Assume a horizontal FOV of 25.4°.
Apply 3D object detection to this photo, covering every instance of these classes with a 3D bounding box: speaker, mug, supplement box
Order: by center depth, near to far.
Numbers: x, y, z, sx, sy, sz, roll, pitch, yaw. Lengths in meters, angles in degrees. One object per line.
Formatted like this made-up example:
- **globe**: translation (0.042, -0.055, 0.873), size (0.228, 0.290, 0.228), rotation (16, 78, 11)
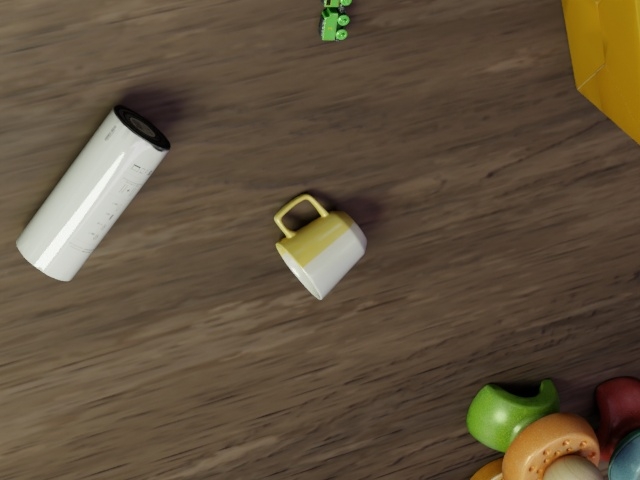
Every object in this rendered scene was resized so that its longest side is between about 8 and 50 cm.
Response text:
- **speaker**: translation (-0.176, -0.035, 1.095), size (0.055, 0.055, 0.136), rotation (27, 108, -38)
- **supplement box**: translation (0.314, -0.211, 1.170), size (0.194, 0.129, 0.191), rotation (-26, 130, -9)
- **mug**: translation (0.003, 0.003, 1.213), size (0.064, 0.062, 0.078), rotation (-38, 138, -8)

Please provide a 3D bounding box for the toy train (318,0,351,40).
- **toy train**: translation (0.012, -0.193, 1.103), size (0.023, 0.017, 0.083), rotation (-2, 124, -13)

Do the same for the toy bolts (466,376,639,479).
- **toy bolts**: translation (0.274, 0.256, 1.465), size (0.228, 0.158, 0.218), rotation (-5, 125, -24)
